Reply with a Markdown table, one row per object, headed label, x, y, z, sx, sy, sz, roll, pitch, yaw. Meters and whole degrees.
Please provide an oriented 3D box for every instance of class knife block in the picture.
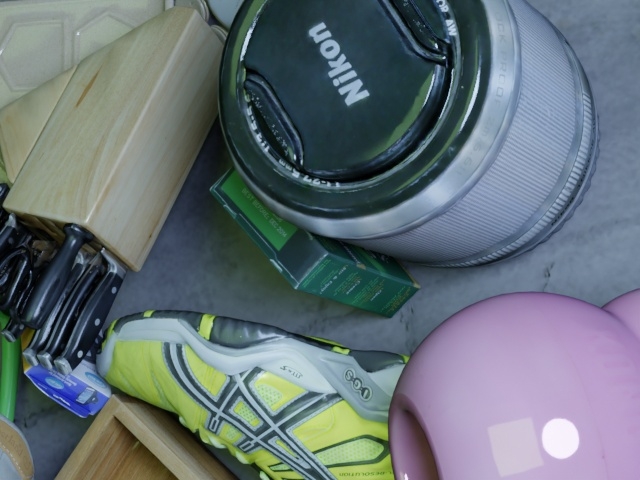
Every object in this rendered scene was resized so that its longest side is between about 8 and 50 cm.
| label | x | y | z | sx | sy | sz | roll | pitch | yaw |
| --- | --- | --- | --- | --- | --- | --- | --- | --- | --- |
| knife block | -0.175 | -0.034 | 1.183 | 0.276 | 0.088 | 0.242 | -29 | 54 | 9 |

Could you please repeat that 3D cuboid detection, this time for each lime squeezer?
| label | x | y | z | sx | sy | sz | roll | pitch | yaw |
| --- | --- | --- | --- | --- | --- | --- | --- | --- | --- |
| lime squeezer | -0.312 | 0.032 | 1.344 | 0.110 | 0.059 | 0.310 | -25 | 72 | 21 |

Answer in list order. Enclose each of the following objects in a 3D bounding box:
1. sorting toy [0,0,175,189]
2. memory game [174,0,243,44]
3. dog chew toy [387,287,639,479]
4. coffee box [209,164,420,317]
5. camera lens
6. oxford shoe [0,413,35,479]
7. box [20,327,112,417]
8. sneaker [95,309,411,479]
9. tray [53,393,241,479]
| label | x | y | z | sx | sy | sz | roll | pitch | yaw |
| --- | --- | --- | --- | --- | --- | --- | --- | --- | --- |
| sorting toy | -0.228 | -0.131 | 1.322 | 0.208 | 0.038 | 0.193 | -4 | 80 | 15 |
| memory game | -0.065 | -0.223 | 1.231 | 0.186 | 0.012 | 0.186 | 19 | 123 | 32 |
| dog chew toy | 0.218 | 0.121 | 0.948 | 0.332 | 0.206 | 0.206 | -11 | 74 | -14 |
| coffee box | 0.000 | 0.000 | 1.118 | 0.040 | 0.184 | 0.113 | -47 | 64 | 11 |
| camera lens | 0.071 | -0.096 | 1.044 | 0.219 | 0.274 | 0.219 | -4 | 80 | 26 |
| oxford shoe | -0.400 | 0.263 | 1.300 | 0.449 | 0.130 | 0.169 | -29 | 112 | 39 |
| box | -0.223 | 0.092 | 1.243 | 0.028 | 0.081 | 0.136 | -41 | 36 | 14 |
| sneaker | -0.025 | 0.145 | 1.132 | 0.385 | 0.145 | 0.147 | 10 | 86 | 29 |
| tray | -0.206 | 0.358 | 1.232 | 0.203 | 0.076 | 0.411 | 39 | 100 | 27 |
